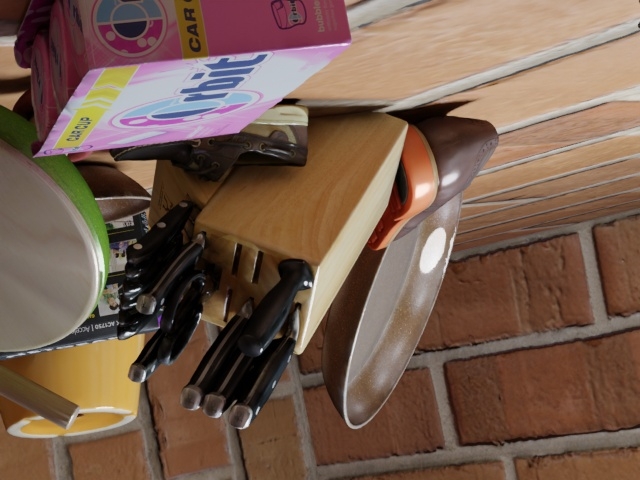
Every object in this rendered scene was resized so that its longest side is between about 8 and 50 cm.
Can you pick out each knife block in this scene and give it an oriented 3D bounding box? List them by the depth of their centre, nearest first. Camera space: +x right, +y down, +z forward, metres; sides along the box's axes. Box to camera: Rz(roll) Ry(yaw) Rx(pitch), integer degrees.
[{"bbox_3d":[-0.020,0.018,1.010,0.276,0.242,0.088,-8,133,-26],"label":"knife block"}]

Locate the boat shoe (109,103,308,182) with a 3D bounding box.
[{"bbox_3d":[-0.074,-0.066,0.981,0.152,0.049,0.056,-9,175,-25],"label":"boat shoe"}]

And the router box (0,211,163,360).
[{"bbox_3d":[-0.242,0.033,1.291,0.179,0.133,0.046,-10,175,0],"label":"router box"}]

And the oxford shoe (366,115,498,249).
[{"bbox_3d":[0.085,-0.054,1.267,0.098,0.097,0.271,-19,179,-13],"label":"oxford shoe"}]

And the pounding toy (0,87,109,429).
[{"bbox_3d":[-0.197,-0.019,0.814,0.183,0.110,0.237,18,137,2],"label":"pounding toy"}]

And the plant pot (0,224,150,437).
[{"bbox_3d":[-0.256,0.092,1.401,0.205,0.188,0.205,-9,163,-3],"label":"plant pot"}]

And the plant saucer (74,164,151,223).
[{"bbox_3d":[-0.235,-0.030,1.146,0.199,0.036,0.198,-11,176,-1],"label":"plant saucer"}]

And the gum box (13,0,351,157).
[{"bbox_3d":[-0.071,-0.087,0.630,0.107,0.062,0.188,-9,175,-19],"label":"gum box"}]

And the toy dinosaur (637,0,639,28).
[{"bbox_3d":[0.236,-0.142,0.725,0.118,0.064,0.268,-4,173,4],"label":"toy dinosaur"}]

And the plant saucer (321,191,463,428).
[{"bbox_3d":[0.073,0.048,1.503,0.050,0.310,0.310,21,-176,16],"label":"plant saucer"}]
